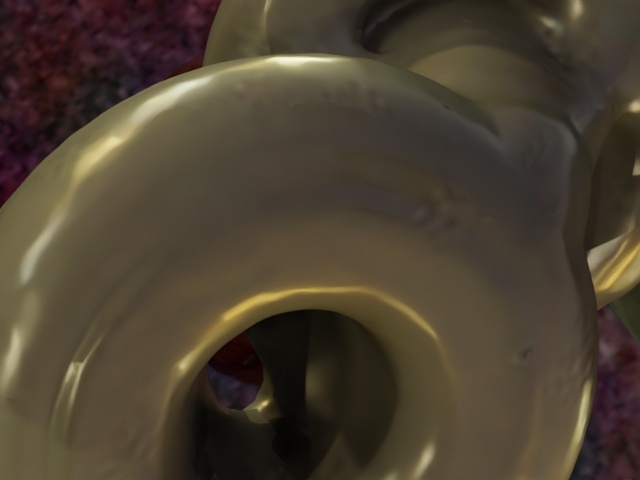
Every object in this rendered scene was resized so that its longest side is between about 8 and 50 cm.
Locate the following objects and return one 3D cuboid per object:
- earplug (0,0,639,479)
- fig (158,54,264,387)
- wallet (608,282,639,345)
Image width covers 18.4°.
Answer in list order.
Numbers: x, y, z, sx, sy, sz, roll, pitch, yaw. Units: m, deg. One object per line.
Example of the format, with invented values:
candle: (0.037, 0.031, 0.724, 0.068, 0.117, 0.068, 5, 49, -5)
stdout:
earplug: (0.009, 0.000, 0.653, 0.325, 0.175, 0.214, -54, 124, -28)
fig: (0.031, -0.046, 1.138, 0.217, 0.321, 0.217, 21, 55, -34)
wallet: (0.209, 0.027, 0.815, 0.054, 0.290, 0.251, -44, 113, -17)
